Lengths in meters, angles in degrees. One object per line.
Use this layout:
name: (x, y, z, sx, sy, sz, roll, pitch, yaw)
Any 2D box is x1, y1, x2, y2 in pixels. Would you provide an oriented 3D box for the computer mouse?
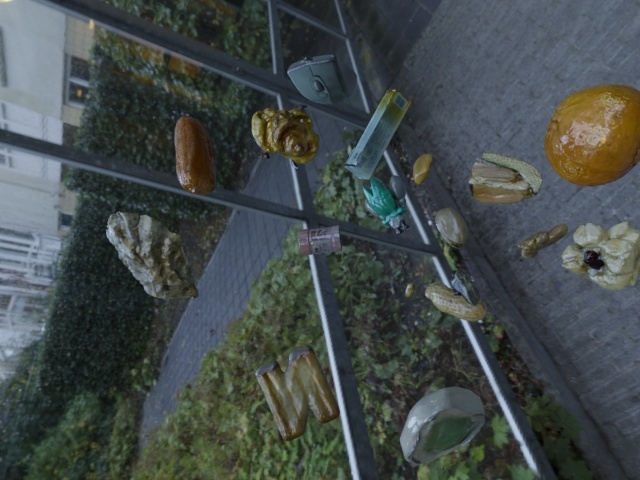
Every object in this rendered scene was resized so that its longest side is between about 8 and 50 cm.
computer mouse: (0.020, -0.563, 1.476, 0.189, 0.371, 0.121, -6, 91, 21)

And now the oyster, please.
oyster: (-0.325, 0.038, 0.783, 0.071, 0.133, 0.208, -96, -2, -52)

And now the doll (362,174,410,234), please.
doll: (0.275, -0.147, 1.758, 0.195, 0.153, 0.257, -9, 93, 29)

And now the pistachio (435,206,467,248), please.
pistachio: (0.654, -0.066, 2.051, 0.136, 0.136, 0.225, -47, 51, 44)

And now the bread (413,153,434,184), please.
bread: (0.360, -0.260, 1.473, 0.115, 0.056, 0.082, -64, 0, -29)

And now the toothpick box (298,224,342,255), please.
toothpick box: (0.000, 0.000, 1.511, 0.098, 0.149, 0.098, -7, -90, -85)

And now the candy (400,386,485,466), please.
candy: (0.499, 0.794, 1.766, 0.186, 0.387, 0.426, 54, 134, 51)

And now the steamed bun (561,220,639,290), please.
steamed bun: (0.751, 0.037, 1.090, 0.178, 0.106, 0.192, 32, 135, 37)

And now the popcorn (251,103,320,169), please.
popcorn: (-0.138, -0.468, 1.807, 0.280, 0.298, 0.316, -64, -3, 7)

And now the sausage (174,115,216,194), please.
sausage: (-0.302, -0.203, 0.995, 0.098, 0.098, 0.238, -51, 44, 40)

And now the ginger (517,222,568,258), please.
ginger: (0.810, -0.004, 1.492, 0.214, 0.133, 0.058, -32, 55, 1)

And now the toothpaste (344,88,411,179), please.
toothpaste: (0.198, -0.362, 1.410, 0.071, 0.089, 0.312, 20, 80, 58)

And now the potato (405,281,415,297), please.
potato: (0.466, 0.252, 2.135, 0.045, 0.047, 0.092, 41, 128, 48)

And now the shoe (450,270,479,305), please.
shoe: (0.638, 0.223, 1.857, 0.168, 0.071, 0.099, 61, 147, 12)

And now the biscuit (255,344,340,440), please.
biscuit: (-0.083, 0.558, 1.523, 0.290, 0.237, 0.062, 63, 174, 10)

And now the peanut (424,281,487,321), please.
peanut: (0.665, 0.297, 2.053, 0.325, 0.140, 0.153, 26, 77, 43)

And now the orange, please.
orange: (0.929, -0.359, 1.403, 0.340, 0.294, 0.340, 23, -90, -81)

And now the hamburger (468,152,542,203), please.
hamburger: (0.586, -0.185, 1.291, 0.208, 0.155, 0.135, 11, 71, 35)
